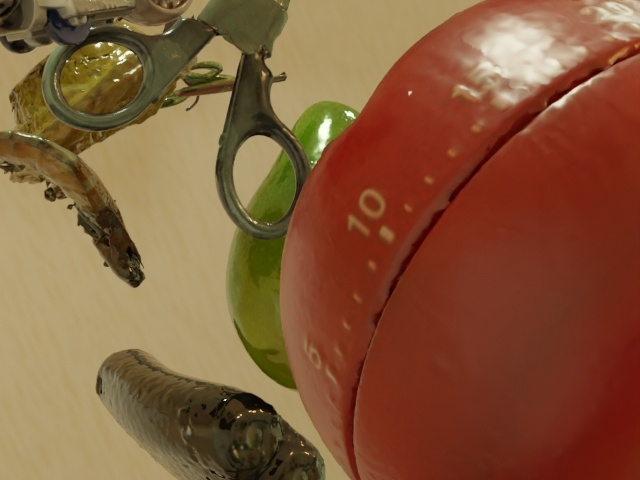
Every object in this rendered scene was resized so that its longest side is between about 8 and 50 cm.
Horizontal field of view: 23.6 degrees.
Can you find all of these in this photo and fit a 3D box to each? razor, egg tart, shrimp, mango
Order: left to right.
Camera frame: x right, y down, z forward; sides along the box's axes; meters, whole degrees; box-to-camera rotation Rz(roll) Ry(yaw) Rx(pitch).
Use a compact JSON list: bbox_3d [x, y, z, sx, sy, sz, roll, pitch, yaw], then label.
[{"bbox_3d":[-0.233,-0.029,1.306,0.148,0.195,0.035,3,52,28],"label":"shrimp"},{"bbox_3d":[-0.231,-0.149,1.536,0.241,0.106,0.241,-37,4,3],"label":"egg tart"},{"bbox_3d":[-0.133,0.216,1.715,0.107,0.189,0.327,-51,28,-16],"label":"razor"},{"bbox_3d":[0.000,0.000,1.650,0.192,0.343,0.156,8,-29,-5],"label":"mango"}]

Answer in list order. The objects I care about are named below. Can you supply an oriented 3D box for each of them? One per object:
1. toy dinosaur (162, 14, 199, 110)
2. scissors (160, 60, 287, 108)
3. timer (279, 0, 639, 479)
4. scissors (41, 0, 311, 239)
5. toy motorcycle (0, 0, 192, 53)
[{"bbox_3d":[-0.197,-0.285,2.196,0.045,0.197,0.080,10,27,43],"label":"toy dinosaur"},{"bbox_3d":[-0.128,-0.200,1.955,0.187,0.020,0.133,-6,-14,-42],"label":"scissors"},{"bbox_3d":[0.166,0.032,0.971,0.378,0.378,0.279,-27,47,-24],"label":"timer"},{"bbox_3d":[-0.063,-0.214,1.349,0.029,0.256,0.383,-23,41,65],"label":"scissors"},{"bbox_3d":[-0.192,-0.190,1.088,0.112,0.112,0.254,-13,4,46],"label":"toy motorcycle"}]
